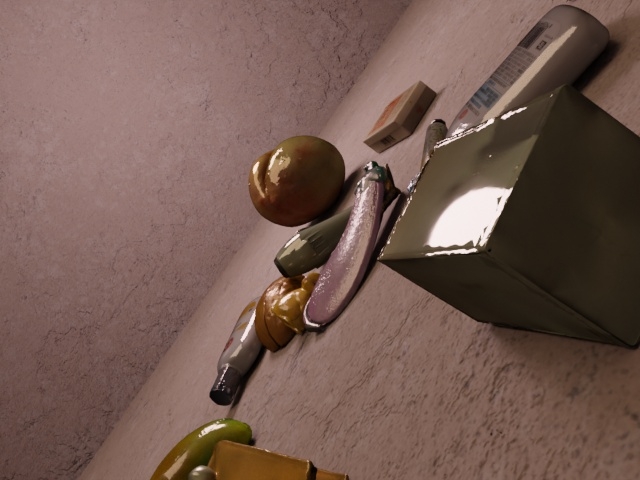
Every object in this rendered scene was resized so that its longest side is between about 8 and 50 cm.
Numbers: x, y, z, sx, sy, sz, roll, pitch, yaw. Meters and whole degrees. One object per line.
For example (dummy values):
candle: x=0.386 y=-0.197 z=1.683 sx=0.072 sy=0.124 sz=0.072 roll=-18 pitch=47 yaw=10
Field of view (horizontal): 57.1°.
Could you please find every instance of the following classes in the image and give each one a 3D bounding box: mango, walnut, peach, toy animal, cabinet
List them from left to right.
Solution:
mango: x=-0.215 y=0.398 z=1.016 sx=0.233 sy=0.111 sz=0.125 roll=-42 pitch=24 yaw=-1
walnut: x=-0.092 y=0.142 z=1.295 sx=0.167 sy=0.087 sz=0.211 roll=-49 pitch=13 yaw=31
peach: x=-0.068 y=-0.163 z=1.698 sx=0.292 sy=0.247 sz=0.292 roll=-29 pitch=32 yaw=20
toy animal: x=-0.023 y=0.103 z=1.179 sx=0.159 sy=0.070 sz=0.083 roll=-47 pitch=48 yaw=-9
cabinet: x=0.177 y=-0.011 z=0.525 sx=0.145 sy=0.150 sz=0.206 roll=-62 pitch=13 yaw=-10

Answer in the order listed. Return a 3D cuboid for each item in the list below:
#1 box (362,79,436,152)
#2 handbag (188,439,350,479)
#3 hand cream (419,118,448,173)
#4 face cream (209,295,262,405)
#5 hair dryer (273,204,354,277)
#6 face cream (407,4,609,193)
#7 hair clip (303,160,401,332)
box: x=0.199 y=-0.313 z=1.513 sx=0.141 sy=0.058 sz=0.201 roll=-57 pitch=11 yaw=-13
handbag: x=-0.125 y=0.410 z=0.617 sx=0.283 sy=0.133 sz=0.401 roll=-22 pitch=34 yaw=59
hand cream: x=0.208 y=-0.159 z=1.092 sx=0.067 sy=0.042 sz=0.194 roll=-41 pitch=22 yaw=44
face cream: x=-0.185 y=0.257 z=1.375 sx=0.144 sy=0.071 sz=0.291 roll=-45 pitch=15 yaw=37
hair dryer: x=0.024 y=-0.017 z=1.338 sx=0.229 sy=0.092 sz=0.267 roll=-35 pitch=0 yaw=20
face cream: x=0.259 y=-0.183 z=0.861 sx=0.336 sy=0.080 sz=0.163 roll=-50 pitch=13 yaw=20
hair clip: x=0.065 y=0.011 z=1.112 sx=0.358 sy=0.110 sz=0.095 roll=-62 pitch=-26 yaw=-18
